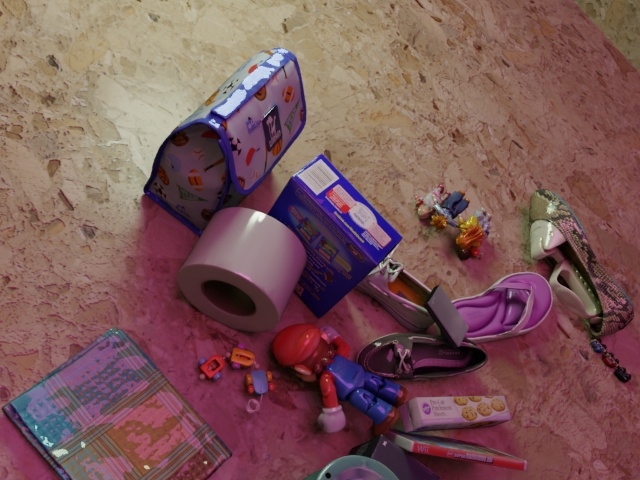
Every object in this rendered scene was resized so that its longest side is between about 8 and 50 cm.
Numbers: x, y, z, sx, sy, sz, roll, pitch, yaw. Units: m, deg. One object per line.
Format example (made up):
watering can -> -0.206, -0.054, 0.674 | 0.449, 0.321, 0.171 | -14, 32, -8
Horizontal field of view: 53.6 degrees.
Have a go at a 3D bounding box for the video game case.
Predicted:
video game case -> 0.283, 0.464, 1.422 | 0.285, 0.204, 0.025 | 15, 80, -17

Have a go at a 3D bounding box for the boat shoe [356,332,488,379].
boat shoe -> 0.255, 0.283, 1.552 | 0.335, 0.095, 0.112 | 0, 87, -22

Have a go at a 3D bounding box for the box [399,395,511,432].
box -> 0.327, 0.410, 1.506 | 0.324, 0.063, 0.067 | 11, 54, -36

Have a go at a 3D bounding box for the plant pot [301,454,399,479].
plant pot -> 0.041, 0.543, 1.186 | 0.272, 0.255, 0.271 | 10, 43, -9

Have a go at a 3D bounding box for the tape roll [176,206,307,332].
tape roll -> -0.172, 0.067, 1.410 | 0.246, 0.246, 0.169 | 29, 55, -7

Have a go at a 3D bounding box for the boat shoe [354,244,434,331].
boat shoe -> 0.166, 0.084, 1.608 | 0.367, 0.156, 0.136 | 41, 54, 1

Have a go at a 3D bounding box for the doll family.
doll family -> 0.392, -0.062, 1.818 | 0.263, 0.118, 0.163 | 44, 54, 4

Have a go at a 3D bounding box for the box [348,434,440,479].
box -> 0.140, 0.511, 1.353 | 0.156, 0.158, 0.093 | 36, 54, -1

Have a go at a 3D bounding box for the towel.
towel -> -0.389, 0.371, 1.240 | 0.370, 0.040, 0.271 | 44, 54, 11

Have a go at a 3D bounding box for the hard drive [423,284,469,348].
hard drive -> 0.309, 0.186, 1.557 | 0.135, 0.022, 0.094 | 54, 37, -5

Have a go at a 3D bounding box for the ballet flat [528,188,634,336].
ballet flat -> 0.739, 0.070, 1.890 | 0.182, 0.164, 0.482 | -25, 79, -24

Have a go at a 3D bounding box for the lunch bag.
lunch bag -> -0.204, -0.235, 1.479 | 0.239, 0.385, 0.327 | 36, 53, -1

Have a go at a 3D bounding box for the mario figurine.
mario figurine -> 0.027, 0.313, 1.439 | 0.321, 0.198, 0.170 | 34, 97, 5

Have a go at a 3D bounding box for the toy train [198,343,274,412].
toy train -> -0.185, 0.301, 1.395 | 0.166, 0.046, 0.125 | 41, 55, 5

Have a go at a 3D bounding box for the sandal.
sandal -> 0.510, 0.185, 1.740 | 0.416, 0.102, 0.169 | -19, 72, -30

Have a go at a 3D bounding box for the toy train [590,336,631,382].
toy train -> 0.844, 0.349, 1.851 | 0.036, 0.027, 0.158 | -34, 80, -24

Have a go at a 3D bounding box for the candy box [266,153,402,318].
candy box -> 0.000, 0.000, 1.481 | 0.268, 0.317, 0.122 | 47, 53, 4
